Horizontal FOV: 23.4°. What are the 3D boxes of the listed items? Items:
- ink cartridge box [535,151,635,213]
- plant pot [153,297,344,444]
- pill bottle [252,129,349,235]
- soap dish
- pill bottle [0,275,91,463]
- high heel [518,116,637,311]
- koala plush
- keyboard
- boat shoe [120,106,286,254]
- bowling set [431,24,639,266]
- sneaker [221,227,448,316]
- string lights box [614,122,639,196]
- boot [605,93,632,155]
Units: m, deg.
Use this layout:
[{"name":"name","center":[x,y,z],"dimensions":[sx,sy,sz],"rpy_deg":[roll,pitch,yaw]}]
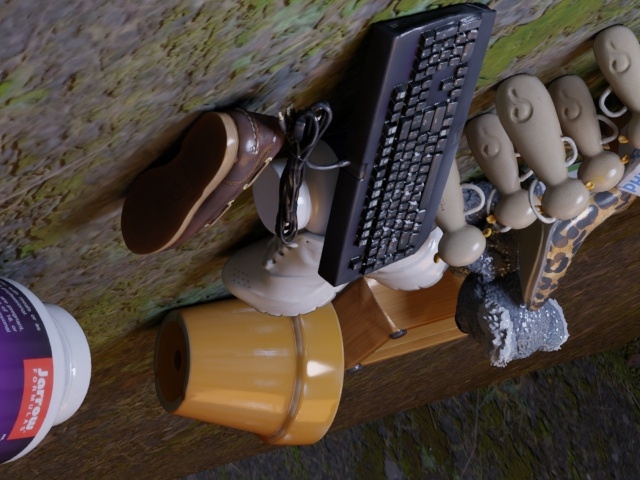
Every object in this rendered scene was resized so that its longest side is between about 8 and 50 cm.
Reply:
[{"name":"ink cartridge box","center":[0.364,-0.068,2.031],"dimensions":[0.209,0.062,0.109],"rpy_deg":[-20,166,-11]},{"name":"plant pot","center":[-0.099,0.153,1.929],"dimensions":[0.188,0.205,0.205],"rpy_deg":[4,156,-27]},{"name":"pill bottle","center":[0.025,-0.057,1.473],"dimensions":[0.169,0.094,0.094],"rpy_deg":[-15,165,-28]},{"name":"soap dish","center":[0.145,0.080,2.145],"dimensions":[0.291,0.118,0.229],"rpy_deg":[-13,164,-28]},{"name":"pill bottle","center":[-0.356,0.121,1.384],"dimensions":[0.181,0.181,0.323],"rpy_deg":[-29,165,28]},{"name":"high heel","center":[0.334,-0.025,1.783],"dimensions":[0.186,0.093,0.261],"rpy_deg":[2,120,-13]},{"name":"koala plush","center":[0.216,0.048,1.908],"dimensions":[0.203,0.221,0.196],"rpy_deg":[-30,164,31]},{"name":"keyboard","center":[0.044,-0.069,1.359],"dimensions":[0.201,0.033,0.317],"rpy_deg":[-17,143,-24]},{"name":"boat shoe","center":[-0.103,-0.047,1.357],"dimensions":[0.073,0.073,0.207],"rpy_deg":[-8,161,-40]},{"name":"bowling set","center":[0.240,-0.083,1.582],"dimensions":[0.287,0.154,0.200],"rpy_deg":[-26,166,18]},{"name":"sneaker","center":[0.000,0.000,1.660],"dimensions":[0.297,0.111,0.129],"rpy_deg":[-17,144,37]},{"name":"string lights box","center":[0.449,-0.069,1.582],"dimensions":[0.259,0.077,0.133],"rpy_deg":[19,154,-11]},{"name":"boot","center":[0.355,-0.148,1.673],"dimensions":[0.087,0.042,0.118],"rpy_deg":[-30,144,-21]}]
